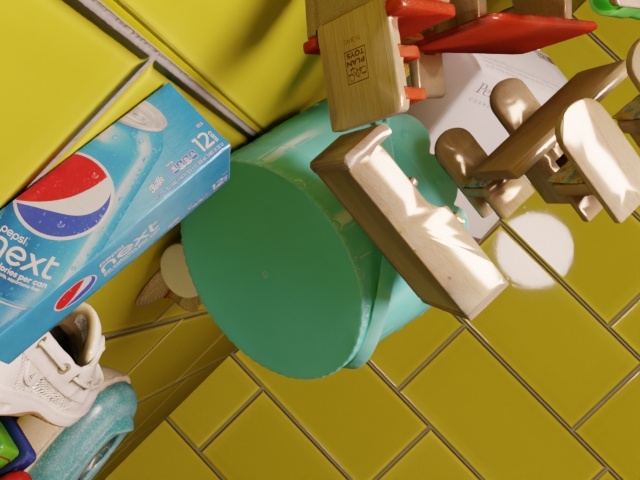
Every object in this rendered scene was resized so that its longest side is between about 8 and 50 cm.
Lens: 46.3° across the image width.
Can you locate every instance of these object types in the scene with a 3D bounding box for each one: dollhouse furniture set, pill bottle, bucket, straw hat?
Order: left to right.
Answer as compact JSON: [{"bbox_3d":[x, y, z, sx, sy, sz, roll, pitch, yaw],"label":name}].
[{"bbox_3d":[-0.172,0.062,0.995,0.144,0.061,0.144,-43,174,-5],"label":"straw hat"},{"bbox_3d":[-0.126,0.017,0.908,0.078,0.078,0.137,-48,171,31],"label":"pill bottle"},{"bbox_3d":[0.000,0.000,0.794,0.183,0.281,0.281,-33,168,-43],"label":"bucket"},{"bbox_3d":[0.113,-0.161,0.578,0.259,0.135,0.262,-10,-179,-39],"label":"dollhouse furniture set"},{"bbox_3d":[0.140,-0.081,0.617,0.242,0.161,0.212,-42,-168,-9],"label":"dollhouse furniture set"}]

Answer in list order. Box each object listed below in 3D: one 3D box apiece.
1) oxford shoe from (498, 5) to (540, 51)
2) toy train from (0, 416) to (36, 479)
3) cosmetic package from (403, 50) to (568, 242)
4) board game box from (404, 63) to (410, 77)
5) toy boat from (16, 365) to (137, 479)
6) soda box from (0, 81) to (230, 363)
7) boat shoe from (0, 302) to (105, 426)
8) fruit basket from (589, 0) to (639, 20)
[{"bbox_3d":[0.212,-0.245,1.176,0.363,0.130,0.133,-43,166,3],"label":"oxford shoe"},{"bbox_3d":[-0.380,0.227,0.625,0.248,0.105,0.143,-36,157,-14],"label":"toy train"},{"bbox_3d":[0.166,-0.111,1.081,0.217,0.156,0.385,10,134,-30],"label":"cosmetic package"},{"bbox_3d":[0.130,-0.265,0.862,0.193,0.045,0.147,-45,174,5],"label":"board game box"},{"bbox_3d":[-0.334,0.280,0.899,0.267,0.148,0.318,-52,172,-4],"label":"toy boat"},{"bbox_3d":[-0.161,-0.013,0.521,0.210,0.067,0.071,-43,174,-17],"label":"soda box"},{"bbox_3d":[-0.232,0.098,0.660,0.096,0.098,0.277,-43,173,-9],"label":"boat shoe"},{"bbox_3d":[0.421,-0.392,0.756,0.392,0.283,0.392,0,162,0],"label":"fruit basket"}]
